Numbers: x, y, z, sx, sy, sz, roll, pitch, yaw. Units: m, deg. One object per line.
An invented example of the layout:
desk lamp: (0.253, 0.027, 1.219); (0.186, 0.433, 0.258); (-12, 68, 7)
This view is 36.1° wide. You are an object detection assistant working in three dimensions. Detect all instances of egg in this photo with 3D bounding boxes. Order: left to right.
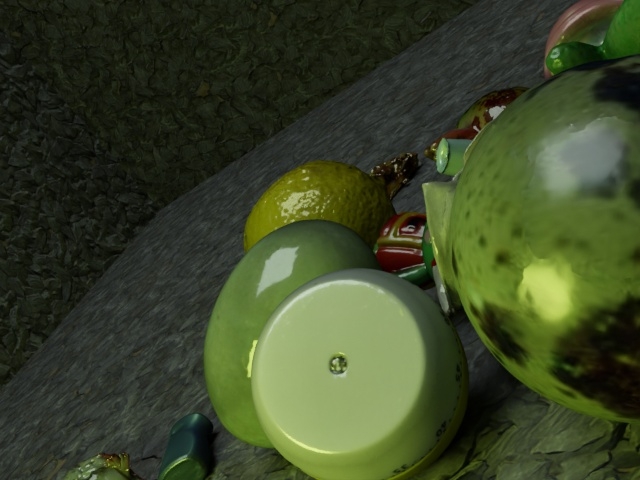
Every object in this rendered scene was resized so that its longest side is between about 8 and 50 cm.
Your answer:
egg: (-0.036, 0.138, 1.434); (0.258, 0.259, 0.352); (-101, 28, -73)
egg: (0.298, -0.005, 0.953); (0.345, 0.345, 0.428); (-37, -1, 9)

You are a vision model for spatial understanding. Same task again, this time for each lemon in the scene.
lemon: (0.000, 0.000, 1.796); (0.322, 0.268, 0.268); (-47, 14, 6)

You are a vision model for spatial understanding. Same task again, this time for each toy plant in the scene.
toy plant: (0.469, -0.302, 1.557); (0.356, 0.211, 0.317); (-57, -19, -66)

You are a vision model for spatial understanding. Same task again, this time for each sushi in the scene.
sushi: (-0.429, 0.481, 1.692); (0.332, 0.124, 0.130); (-41, 19, 0)

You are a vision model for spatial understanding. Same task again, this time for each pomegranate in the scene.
pomegranate: (0.278, -0.146, 1.579); (0.248, 0.214, 0.214); (0, -4, -28)

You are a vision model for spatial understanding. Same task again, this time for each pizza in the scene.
pizza: (0.143, -0.139, 2.209); (0.194, 0.069, 0.154); (-44, 15, -9)

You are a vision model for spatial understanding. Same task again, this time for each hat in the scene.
hat: (0.223, -0.022, 1.210); (0.226, 0.164, 0.219); (-27, -29, -3)

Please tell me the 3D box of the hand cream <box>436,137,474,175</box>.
hand cream: (0.324, -0.096, 1.353); (0.085, 0.331, 0.058); (-144, 61, -77)

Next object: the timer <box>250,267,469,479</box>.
timer: (0.066, 0.183, 1.230); (0.285, 0.285, 0.285); (-36, 15, 12)

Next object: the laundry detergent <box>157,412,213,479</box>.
laundry detergent: (-0.230, 0.358, 1.692); (0.096, 0.061, 0.206); (-46, 13, 9)

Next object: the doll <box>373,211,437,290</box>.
doll: (0.238, 0.005, 1.409); (0.363, 0.160, 0.182); (-17, 20, 49)
